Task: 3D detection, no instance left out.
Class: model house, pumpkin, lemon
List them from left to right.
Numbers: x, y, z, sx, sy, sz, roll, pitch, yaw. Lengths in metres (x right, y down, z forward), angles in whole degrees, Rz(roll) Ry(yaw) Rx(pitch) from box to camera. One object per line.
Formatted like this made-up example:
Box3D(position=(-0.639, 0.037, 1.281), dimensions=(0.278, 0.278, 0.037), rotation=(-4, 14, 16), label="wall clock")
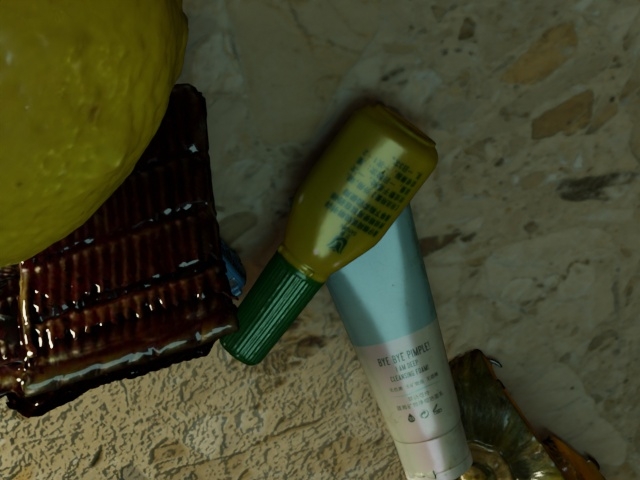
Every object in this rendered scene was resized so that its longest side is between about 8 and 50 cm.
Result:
Box3D(position=(-0.265, -0.140, 1.212), dimensions=(0.387, 0.350, 0.350), rotation=(-3, 129, -40), label="lemon")
Box3D(position=(-0.225, 0.014, 1.423), dimensions=(0.317, 0.282, 0.297), rotation=(-14, 128, -4), label="model house")
Box3D(position=(0.201, 0.246, 1.826), dimensions=(0.139, 0.190, 0.280), rotation=(-34, 82, 13), label="pumpkin")

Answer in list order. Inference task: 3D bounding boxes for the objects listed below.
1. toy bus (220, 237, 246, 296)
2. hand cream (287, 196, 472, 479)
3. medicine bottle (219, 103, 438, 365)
Box3D(position=(-0.101, 0.018, 1.606), dimensions=(0.038, 0.046, 0.083), rotation=(-32, 126, 9), label="toy bus")
Box3D(position=(0.065, 0.082, 1.668), dimensions=(0.111, 0.070, 0.312), rotation=(-17, 109, 2), label="hand cream")
Box3D(position=(0.000, 0.000, 1.581), dimensions=(0.095, 0.064, 0.260), rotation=(30, 102, -31), label="medicine bottle")
